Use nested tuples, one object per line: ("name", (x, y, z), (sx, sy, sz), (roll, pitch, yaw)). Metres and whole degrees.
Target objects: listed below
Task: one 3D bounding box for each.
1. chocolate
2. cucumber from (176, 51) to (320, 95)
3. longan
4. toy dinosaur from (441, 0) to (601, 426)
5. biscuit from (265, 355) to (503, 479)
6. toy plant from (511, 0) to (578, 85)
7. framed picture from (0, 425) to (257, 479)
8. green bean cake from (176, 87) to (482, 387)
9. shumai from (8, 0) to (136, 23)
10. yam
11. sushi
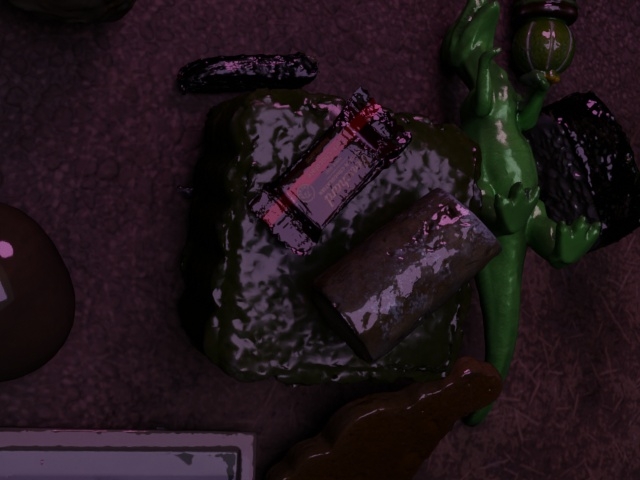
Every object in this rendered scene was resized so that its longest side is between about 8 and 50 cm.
("chocolate", (0.012, -0.070, 0.842), (0.086, 0.028, 0.182), (42, 79, -7))
("cucumber", (-0.090, -0.206, 1.017), (0.181, 0.053, 0.053), (-8, 90, -25))
("longan", (-0.335, 0.052, 0.828), (0.189, 0.189, 0.189), (2, 86, -25))
("toy dinosaur", (0.192, -0.039, 1.119), (0.143, 0.374, 0.500), (1, 127, -20))
("biscuit", (0.083, 0.247, 1.020), (0.319, 0.047, 0.183), (-39, 131, 5))
("toy plant", (0.324, -0.305, 1.195), (0.092, 0.093, 0.162), (5, 85, -25))
("framed picture", (-0.285, 0.360, 0.871), (0.446, 0.028, 0.326), (6, 77, -22))
("green bean cake", (0.000, 0.000, 0.970), (0.335, 0.218, 0.319), (9, 91, -18))
("shumai", (-0.346, -0.348, 0.820), (0.288, 0.330, 0.292), (-19, 57, -7))
("yam", (0.090, 0.028, 0.835), (0.194, 0.107, 0.107), (-38, 103, -14))
("sushi", (0.381, -0.099, 1.191), (0.127, 0.124, 0.225), (-23, 96, -24))
